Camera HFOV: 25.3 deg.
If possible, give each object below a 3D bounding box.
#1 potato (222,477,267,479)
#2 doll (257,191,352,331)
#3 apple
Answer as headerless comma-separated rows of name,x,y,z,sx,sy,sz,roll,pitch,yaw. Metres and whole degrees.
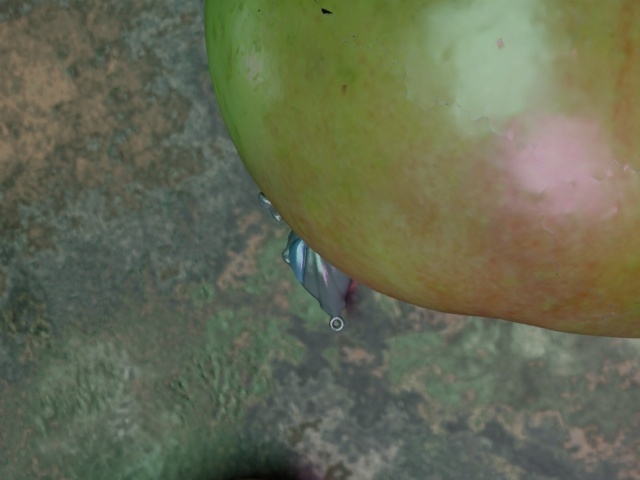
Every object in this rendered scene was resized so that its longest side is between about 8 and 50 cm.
potato,-0.095,0.253,0.926,0.234,0.128,0.161,-24,96,21
doll,0.000,0.000,0.876,0.057,0.039,0.114,-13,88,-17
apple,0.104,-0.118,0.656,0.319,0.319,0.277,11,109,20
